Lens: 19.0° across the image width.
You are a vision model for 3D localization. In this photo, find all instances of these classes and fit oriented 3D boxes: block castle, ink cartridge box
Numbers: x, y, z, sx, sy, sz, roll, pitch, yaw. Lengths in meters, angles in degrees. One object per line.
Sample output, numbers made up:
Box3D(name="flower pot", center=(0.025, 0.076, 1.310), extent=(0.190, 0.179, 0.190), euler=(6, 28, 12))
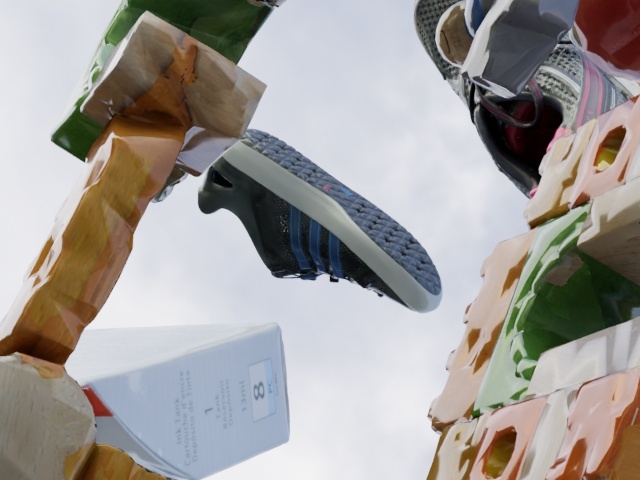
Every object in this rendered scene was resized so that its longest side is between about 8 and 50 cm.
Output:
Box3D(name="block castle", center=(0.024, -0.020, 0.829), extent=(0.303, 0.453, 0.213), euler=(28, -22, -13))
Box3D(name="ink cartridge box", center=(-0.233, 0.118, 1.139), extent=(0.308, 0.385, 0.091), euler=(-3, -85, 24))

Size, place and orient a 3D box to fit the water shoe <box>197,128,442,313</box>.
Box3D(name="water shoe", center=(0.000, 0.000, 1.435), extent=(0.203, 0.073, 0.080), euler=(39, -68, 10))

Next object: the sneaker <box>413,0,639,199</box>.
Box3D(name="sneaker", center=(0.141, -0.112, 1.310), extent=(0.299, 0.112, 0.121), euler=(49, -48, 51))
